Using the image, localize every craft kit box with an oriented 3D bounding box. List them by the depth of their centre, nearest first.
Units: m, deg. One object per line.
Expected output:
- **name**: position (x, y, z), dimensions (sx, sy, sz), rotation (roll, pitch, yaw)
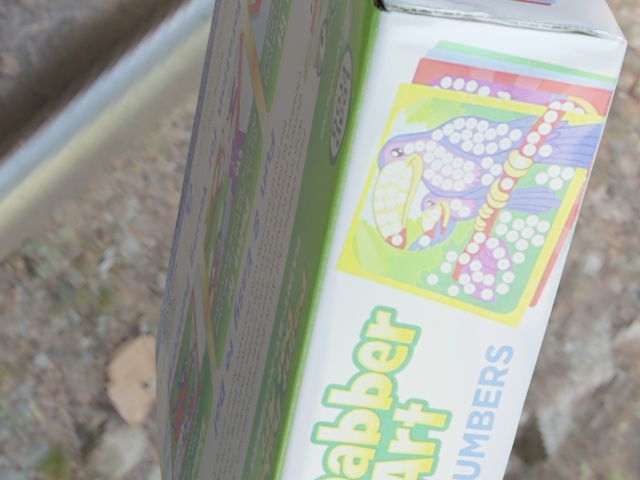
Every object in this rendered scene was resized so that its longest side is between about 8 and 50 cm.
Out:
- **craft kit box**: position (0.000, 0.000, 0.520), dimensions (0.061, 0.247, 0.250), rotation (7, 121, -8)
